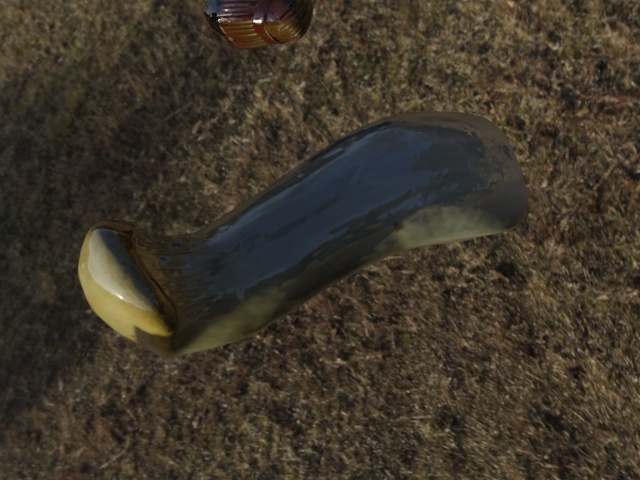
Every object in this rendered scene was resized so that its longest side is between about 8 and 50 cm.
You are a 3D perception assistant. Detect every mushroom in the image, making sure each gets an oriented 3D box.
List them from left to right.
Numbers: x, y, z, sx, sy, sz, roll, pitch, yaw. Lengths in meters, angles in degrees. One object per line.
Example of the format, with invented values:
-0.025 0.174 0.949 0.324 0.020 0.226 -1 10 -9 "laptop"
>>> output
0.000 0.000 0.470 0.329 0.159 0.122 -20 51 -21 "mushroom"

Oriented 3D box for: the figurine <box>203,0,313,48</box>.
-0.058 -0.372 0.753 0.168 0.187 0.315 15 77 3 "figurine"
